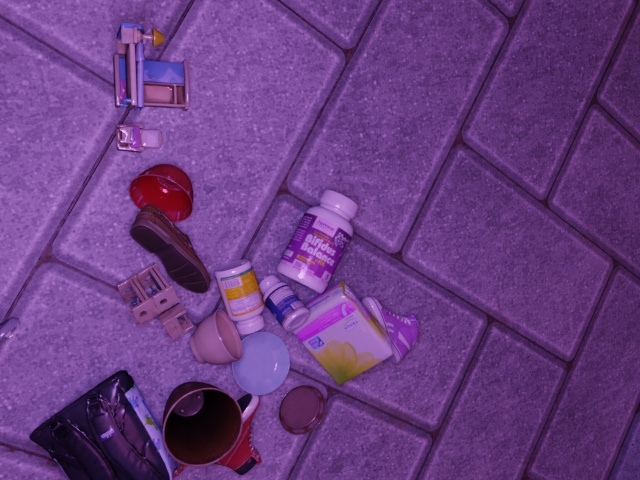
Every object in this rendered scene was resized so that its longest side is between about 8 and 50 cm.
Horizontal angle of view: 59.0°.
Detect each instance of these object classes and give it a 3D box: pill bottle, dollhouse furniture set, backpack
[{"bbox_3d":[-0.237,0.172,1.711,0.118,0.118,0.208,-20,102,-22],"label":"pill bottle"},{"bbox_3d":[-0.422,-0.382,1.477,0.198,0.303,0.286,-3,96,-23],"label":"dollhouse furniture set"},{"bbox_3d":[-0.117,0.189,1.739,0.094,0.094,0.169,-31,61,-19],"label":"pill bottle"},{"bbox_3d":[0.000,0.000,1.776,0.169,0.169,0.301,30,82,-24],"label":"pill bottle"},{"bbox_3d":[-0.547,0.572,1.545,0.290,0.273,0.355,-36,87,-9],"label":"backpack"},{"bbox_3d":[-0.473,0.191,1.623,0.129,0.129,0.183,-32,136,-18],"label":"dollhouse furniture set"}]

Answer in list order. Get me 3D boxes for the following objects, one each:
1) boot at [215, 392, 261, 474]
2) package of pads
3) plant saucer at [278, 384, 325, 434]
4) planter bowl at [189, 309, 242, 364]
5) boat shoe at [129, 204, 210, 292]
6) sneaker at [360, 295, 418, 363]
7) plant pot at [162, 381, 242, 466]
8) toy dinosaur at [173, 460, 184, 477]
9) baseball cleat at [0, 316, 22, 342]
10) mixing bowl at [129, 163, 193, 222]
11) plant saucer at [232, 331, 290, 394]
[{"bbox_3d":[-0.227,0.608,1.775,0.176,0.088,0.244,36,86,-24],"label":"boot"},{"bbox_3d":[0.071,0.299,1.823,0.229,0.101,0.296,-33,111,14],"label":"package of pads"},{"bbox_3d":[-0.065,0.555,1.871,0.169,0.029,0.168,-2,95,-25],"label":"plant saucer"},{"bbox_3d":[-0.317,0.300,1.677,0.109,0.162,0.162,-25,106,6],"label":"planter bowl"},{"bbox_3d":[-0.407,0.024,1.621,0.307,0.111,0.104,58,28,-36],"label":"boat shoe"},{"bbox_3d":[0.246,0.273,1.956,0.161,0.102,0.282,-39,119,-21],"label":"sneaker"},{"bbox_3d":[-0.360,0.493,1.620,0.216,0.230,0.215,-2,95,-25],"label":"plant pot"},{"bbox_3d":[-0.424,0.694,1.702,0.082,0.090,0.047,-29,126,12],"label":"toy dinosaur"},{"bbox_3d":[-0.883,0.255,1.452,0.206,0.072,0.109,-46,104,-18],"label":"baseball cleat"},{"bbox_3d":[-0.431,-0.147,1.585,0.181,0.181,0.098,33,45,-23],"label":"mixing bowl"},{"bbox_3d":[-0.192,0.385,1.783,0.195,0.037,0.194,4,82,-29],"label":"plant saucer"}]
